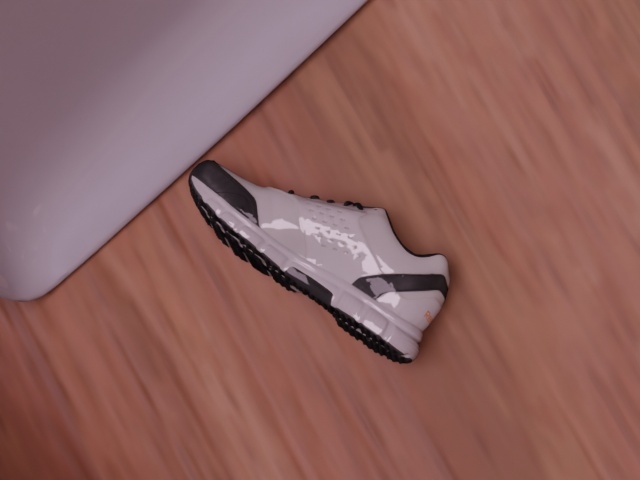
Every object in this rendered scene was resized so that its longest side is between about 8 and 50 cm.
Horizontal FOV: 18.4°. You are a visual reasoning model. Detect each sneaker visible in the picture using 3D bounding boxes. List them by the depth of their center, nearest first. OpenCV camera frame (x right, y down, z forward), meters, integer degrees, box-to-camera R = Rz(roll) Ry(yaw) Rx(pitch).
[{"bbox_3d":[0.000,0.000,0.733,0.109,0.040,0.043,34,81,9],"label":"sneaker"}]

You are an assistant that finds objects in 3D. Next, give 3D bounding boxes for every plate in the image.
[{"bbox_3d":[-0.077,-0.107,0.635,0.278,0.277,0.045,-42,64,10],"label":"plate"}]
